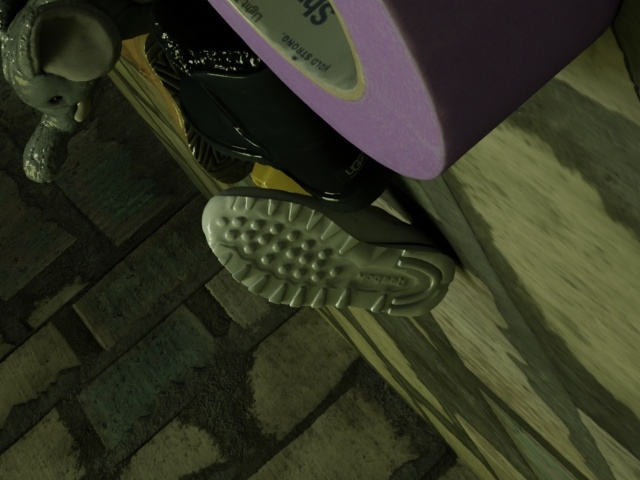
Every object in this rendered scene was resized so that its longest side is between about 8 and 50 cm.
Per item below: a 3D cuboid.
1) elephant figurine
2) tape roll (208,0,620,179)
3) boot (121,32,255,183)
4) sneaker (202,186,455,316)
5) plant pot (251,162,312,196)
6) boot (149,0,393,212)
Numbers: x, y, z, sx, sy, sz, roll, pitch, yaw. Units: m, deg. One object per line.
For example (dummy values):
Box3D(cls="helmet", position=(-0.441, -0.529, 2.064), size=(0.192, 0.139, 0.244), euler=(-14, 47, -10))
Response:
Box3D(cls="elephant figurine", position=(-0.232, -0.194, 1.106), size=(0.186, 0.239, 0.169), euler=(50, 175, -7))
Box3D(cls="tape roll", position=(-0.013, -0.155, 0.462), size=(0.275, 0.090, 0.275), euler=(48, 175, 5))
Box3D(cls="boot", position=(-0.183, -0.210, 1.462), size=(0.269, 0.089, 0.236), euler=(41, 159, 55))
Box3D(cls="sneaker", position=(0.000, 0.000, 1.022), size=(0.235, 0.090, 0.095), euler=(18, -153, -31))
Box3D(cls="plant pot", position=(-0.015, -0.064, 1.092), size=(0.081, 0.083, 0.081), euler=(51, 175, -19))
Box3D(cls="boot", position=(-0.066, -0.137, 0.932), size=(0.246, 0.094, 0.207), euler=(36, 171, 40))
